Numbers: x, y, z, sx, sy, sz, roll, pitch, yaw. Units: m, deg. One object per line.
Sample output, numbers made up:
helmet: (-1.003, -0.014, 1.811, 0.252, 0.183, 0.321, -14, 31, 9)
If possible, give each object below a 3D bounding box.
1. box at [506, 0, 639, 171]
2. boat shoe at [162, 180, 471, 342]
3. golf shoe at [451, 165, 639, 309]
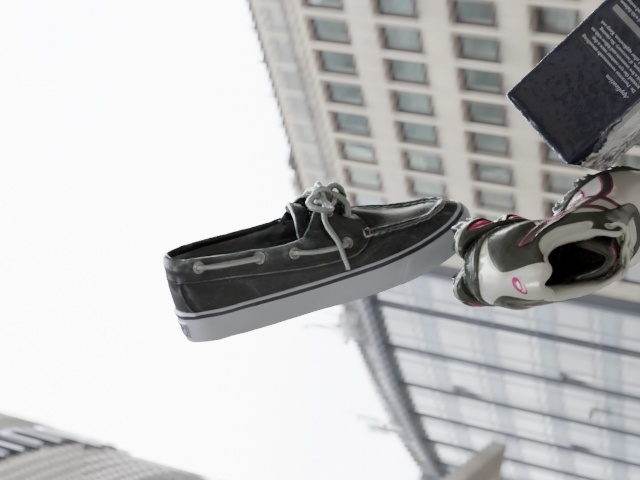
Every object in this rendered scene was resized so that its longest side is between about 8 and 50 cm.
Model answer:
box: (0.279, -0.151, 1.204, 0.158, 0.093, 0.156, -43, -17, 19)
boat shoe: (-0.001, -0.001, 1.237, 0.113, 0.306, 0.105, -122, 16, -70)
golf shoe: (0.248, 0.007, 1.158, 0.273, 0.120, 0.105, -20, -71, -30)
